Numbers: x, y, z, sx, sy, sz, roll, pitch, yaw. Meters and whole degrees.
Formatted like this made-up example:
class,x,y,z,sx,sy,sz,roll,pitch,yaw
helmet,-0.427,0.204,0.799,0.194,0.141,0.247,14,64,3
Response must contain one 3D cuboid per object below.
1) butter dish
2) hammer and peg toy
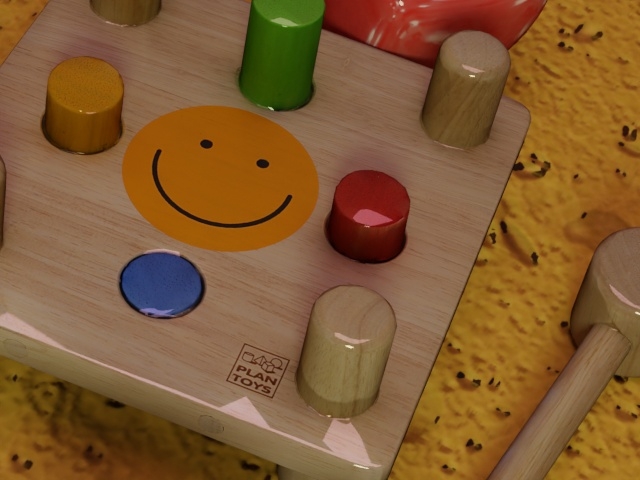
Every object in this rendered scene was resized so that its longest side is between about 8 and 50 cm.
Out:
class,x,y,z,sx,sy,sz,roll,pitch,yaw
butter dish,0.062,-0.125,0.965,0.160,0.160,0.118,-16,77,-24
hammer and peg toy,0.000,0.000,0.835,0.361,0.127,0.266,21,48,7
